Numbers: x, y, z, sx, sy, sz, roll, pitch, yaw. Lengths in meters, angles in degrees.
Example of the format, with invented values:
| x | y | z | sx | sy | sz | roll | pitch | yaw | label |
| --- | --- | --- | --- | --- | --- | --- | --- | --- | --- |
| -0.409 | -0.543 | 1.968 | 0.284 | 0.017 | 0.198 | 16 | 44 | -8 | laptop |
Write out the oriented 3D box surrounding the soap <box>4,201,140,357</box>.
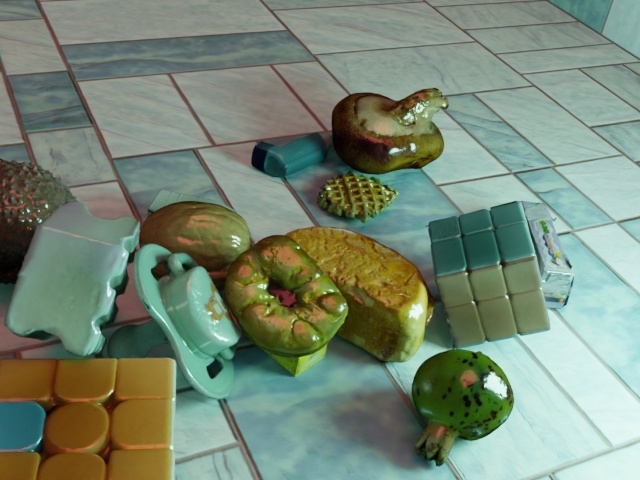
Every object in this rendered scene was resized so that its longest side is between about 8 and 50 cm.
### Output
| x | y | z | sx | sy | sz | roll | pitch | yaw | label |
| --- | --- | --- | --- | --- | --- | --- | --- | --- | --- |
| -0.443 | 0.074 | 1.501 | 0.156 | 0.446 | 0.261 | 18 | 79 | -9 | soap |

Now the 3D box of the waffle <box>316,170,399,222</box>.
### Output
| x | y | z | sx | sy | sz | roll | pitch | yaw | label |
| --- | --- | --- | --- | --- | --- | --- | --- | --- | --- |
| 0.101 | -0.124 | 2.242 | 0.208 | 0.054 | 0.214 | 28 | 42 | 27 | waffle |

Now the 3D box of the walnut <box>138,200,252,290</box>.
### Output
| x | y | z | sx | sy | sz | roll | pitch | yaw | label |
| --- | --- | --- | --- | --- | --- | --- | --- | --- | --- |
| -0.280 | 0.015 | 1.843 | 0.261 | 0.225 | 0.225 | 5 | 37 | -10 | walnut |

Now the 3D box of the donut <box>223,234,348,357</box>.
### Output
| x | y | z | sx | sy | sz | roll | pitch | yaw | label |
| --- | --- | --- | --- | --- | --- | --- | --- | --- | --- |
| -0.080 | 0.124 | 1.673 | 0.208 | 0.128 | 0.261 | -34 | 71 | -17 | donut |

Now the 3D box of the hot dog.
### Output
| x | y | z | sx | sy | sz | roll | pitch | yaw | label |
| --- | --- | --- | --- | --- | --- | --- | --- | --- | --- |
| 0.083 | 0.099 | 1.842 | 0.405 | 0.185 | 0.223 | 28 | 42 | 22 | hot dog |

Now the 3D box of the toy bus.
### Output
| x | y | z | sx | sy | sz | roll | pitch | yaw | label |
| --- | --- | --- | --- | --- | --- | --- | --- | --- | --- |
| 0.555 | 0.027 | 2.072 | 0.112 | 0.138 | 0.317 | 5 | 39 | -7 | toy bus |

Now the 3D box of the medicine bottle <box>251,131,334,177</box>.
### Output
| x | y | z | sx | sy | sz | roll | pitch | yaw | label |
| --- | --- | --- | --- | --- | --- | --- | --- | --- | --- |
| -0.072 | -0.257 | 2.359 | 0.258 | 0.079 | 0.124 | -26 | 49 | -38 | medicine bottle |

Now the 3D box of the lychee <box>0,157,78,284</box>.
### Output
| x | y | z | sx | sy | sz | roll | pitch | yaw | label |
| --- | --- | --- | --- | --- | --- | --- | --- | --- | --- |
| -0.664 | -0.034 | 1.777 | 0.300 | 0.300 | 0.300 | 6 | 37 | -4 | lychee |

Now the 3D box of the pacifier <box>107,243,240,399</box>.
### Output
| x | y | z | sx | sy | sz | roll | pitch | yaw | label |
| --- | --- | --- | --- | --- | --- | --- | --- | --- | --- |
| -0.309 | 0.178 | 1.646 | 0.269 | 0.343 | 0.288 | -25 | 3 | 15 | pacifier |

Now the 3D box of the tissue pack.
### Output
| x | y | z | sx | sy | sz | roll | pitch | yaw | label |
| --- | --- | --- | --- | --- | --- | --- | --- | --- | --- |
| -0.080 | 0.207 | 1.767 | 0.176 | 0.062 | 0.095 | 35 | 44 | 29 | tissue pack |

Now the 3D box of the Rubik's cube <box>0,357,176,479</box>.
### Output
| x | y | z | sx | sy | sz | roll | pitch | yaw | label |
| --- | --- | --- | --- | --- | --- | --- | --- | --- | --- |
| -0.377 | 0.385 | 1.285 | 0.291 | 0.290 | 0.291 | 0 | 38 | -9 | Rubik's cube |

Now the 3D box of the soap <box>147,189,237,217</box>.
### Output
| x | y | z | sx | sy | sz | roll | pitch | yaw | label |
| --- | --- | --- | --- | --- | --- | --- | --- | --- | --- |
| -0.309 | -0.041 | 2.020 | 0.230 | 0.091 | 0.145 | 11 | 37 | 4 | soap |

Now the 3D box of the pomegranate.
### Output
| x | y | z | sx | sy | sz | roll | pitch | yaw | label |
| --- | --- | --- | --- | --- | --- | --- | --- | --- | --- |
| 0.269 | 0.328 | 1.604 | 0.202 | 0.202 | 0.248 | 23 | 70 | 18 | pomegranate |

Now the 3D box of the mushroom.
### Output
| x | y | z | sx | sy | sz | roll | pitch | yaw | label |
| --- | --- | --- | --- | --- | --- | --- | --- | --- | --- |
| 0.196 | -0.340 | 2.360 | 0.345 | 0.260 | 0.345 | 13 | 35 | -9 | mushroom |

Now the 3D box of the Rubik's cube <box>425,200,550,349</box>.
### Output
| x | y | z | sx | sy | sz | roll | pitch | yaw | label |
| --- | --- | --- | --- | --- | --- | --- | --- | --- | --- |
| 0.379 | 0.078 | 1.842 | 0.224 | 0.221 | 0.231 | -13 | 34 | 12 | Rubik's cube |
